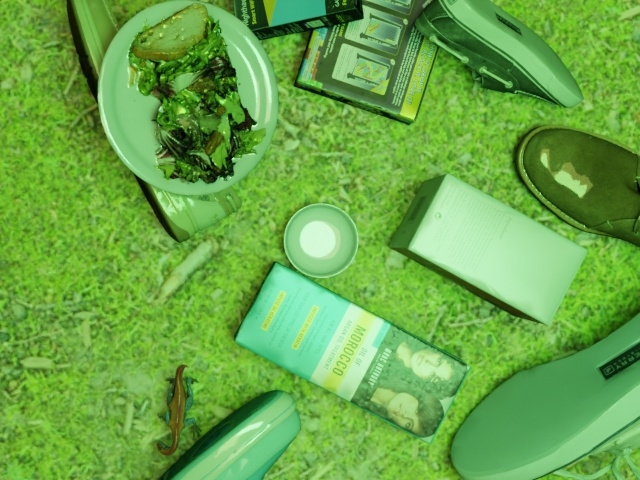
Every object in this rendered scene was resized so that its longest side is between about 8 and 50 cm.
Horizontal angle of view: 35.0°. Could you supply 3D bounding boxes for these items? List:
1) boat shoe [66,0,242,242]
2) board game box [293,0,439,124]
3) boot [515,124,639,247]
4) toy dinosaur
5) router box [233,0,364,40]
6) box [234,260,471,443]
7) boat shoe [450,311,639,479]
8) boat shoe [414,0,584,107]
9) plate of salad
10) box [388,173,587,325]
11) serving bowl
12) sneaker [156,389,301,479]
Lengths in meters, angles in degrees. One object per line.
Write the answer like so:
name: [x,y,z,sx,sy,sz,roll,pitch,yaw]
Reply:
boat shoe: [-0.183,-0.140,1.088,0.089,0.104,0.285,-27,104,-12]
board game box: [0.063,-0.231,1.128,0.141,0.048,0.170,19,88,-7]
boot: [0.360,-0.039,1.122,0.305,0.115,0.112,30,90,-3]
toy dinosaur: [-0.162,0.189,1.104,0.047,0.090,0.082,2,58,10]
router box: [-0.031,-0.313,1.089,0.133,0.046,0.178,-9,82,15]
box: [0.034,0.123,1.121,0.244,0.060,0.100,28,88,-4]
boat shoe: [0.329,0.188,1.114,0.367,0.136,0.156,-35,119,10]
boat shoe: [0.198,-0.203,1.117,0.219,0.077,0.070,30,126,-27]
plate of salad: [-0.126,-0.145,1.032,0.200,0.048,0.199,-2,93,-31]
box: [0.176,0.009,1.097,0.170,0.130,0.091,29,87,-4]
serving bowl: [0.000,0.000,1.134,0.083,0.027,0.083,0,90,-4]
sneaker: [-0.093,0.324,1.083,0.208,0.127,0.319,45,96,-2]
